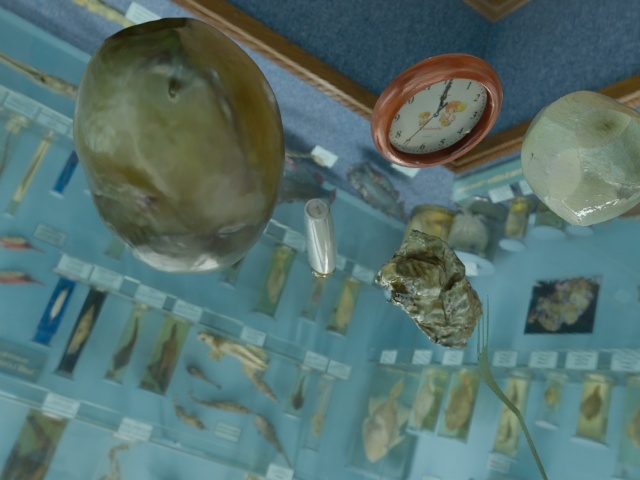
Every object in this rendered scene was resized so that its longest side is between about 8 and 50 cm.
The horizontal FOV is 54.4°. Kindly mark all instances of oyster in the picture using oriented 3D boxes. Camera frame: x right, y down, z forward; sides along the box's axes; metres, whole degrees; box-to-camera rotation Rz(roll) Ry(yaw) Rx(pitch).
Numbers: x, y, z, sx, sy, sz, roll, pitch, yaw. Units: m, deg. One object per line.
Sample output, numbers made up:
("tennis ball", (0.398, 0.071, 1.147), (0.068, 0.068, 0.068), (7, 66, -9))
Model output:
("oyster", (0.159, 0.073, 0.895), (0.166, 0.110, 0.341), (42, 177, 38))

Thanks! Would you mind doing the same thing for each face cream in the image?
("face cream", (0.000, 0.000, 1.064), (0.051, 0.072, 0.182), (-21, 148, -9))

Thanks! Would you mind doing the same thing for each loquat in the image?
("loquat", (-0.121, -0.079, 0.558), (0.179, 0.179, 0.227), (6, 116, 31))

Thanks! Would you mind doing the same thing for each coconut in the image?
("coconut", (0.345, -0.099, 0.789), (0.161, 0.162, 0.161), (-8, 130, -9))

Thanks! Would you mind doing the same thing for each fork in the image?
("fork", (0.164, 0.160, 0.511), (0.021, 0.235, 0.039), (-18, -175, 35))

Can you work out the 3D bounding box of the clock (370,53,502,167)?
("clock", (0.173, -0.190, 0.935), (0.205, 0.051, 0.205), (-12, 143, -9))
